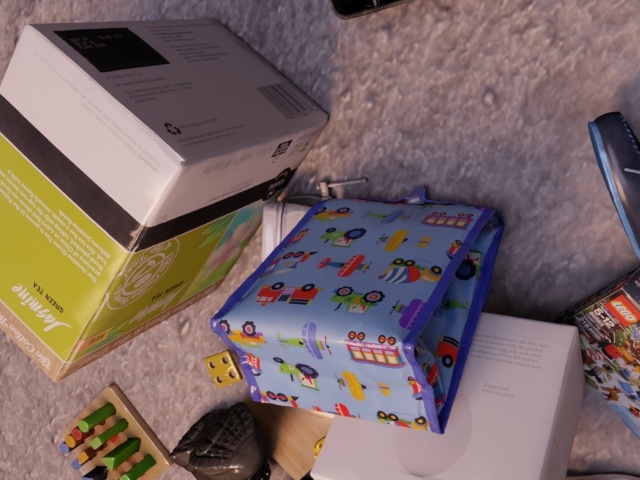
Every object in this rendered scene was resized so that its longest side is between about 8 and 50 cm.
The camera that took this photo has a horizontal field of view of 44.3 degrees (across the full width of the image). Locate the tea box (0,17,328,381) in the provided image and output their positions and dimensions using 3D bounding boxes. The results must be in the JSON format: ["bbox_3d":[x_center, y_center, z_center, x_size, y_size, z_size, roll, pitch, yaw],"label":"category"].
[{"bbox_3d":[-0.213,-0.066,0.929,0.220,0.329,0.323,42,119,10],"label":"tea box"}]

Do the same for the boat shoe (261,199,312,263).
[{"bbox_3d":[-0.038,0.064,0.995,0.076,0.083,0.226,3,105,5],"label":"boat shoe"}]

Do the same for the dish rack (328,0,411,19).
[{"bbox_3d":[0.079,-0.382,0.805,0.208,0.074,0.271,0,105,48],"label":"dish rack"}]

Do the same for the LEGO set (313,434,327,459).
[{"bbox_3d":[0.037,0.234,0.987,0.093,0.087,0.227,-9,76,-10],"label":"LEGO set"}]

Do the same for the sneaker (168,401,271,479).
[{"bbox_3d":[-0.114,0.300,1.073,0.130,0.109,0.286,45,159,-5],"label":"sneaker"}]

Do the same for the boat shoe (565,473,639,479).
[{"bbox_3d":[0.299,0.330,0.920,0.277,0.096,0.098,2,105,26],"label":"boat shoe"}]

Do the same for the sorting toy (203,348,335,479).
[{"bbox_3d":[-0.040,0.234,1.089,0.274,0.046,0.132,44,119,9],"label":"sorting toy"}]

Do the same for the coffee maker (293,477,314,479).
[{"bbox_3d":[-0.064,0.425,1.114,0.171,0.120,0.178,35,116,14],"label":"coffee maker"}]

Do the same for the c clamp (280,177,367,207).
[{"bbox_3d":[0.000,0.000,1.017,0.137,0.022,0.160,1,104,26],"label":"c clamp"}]

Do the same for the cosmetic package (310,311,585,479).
[{"bbox_3d":[0.145,0.200,0.842,0.224,0.224,0.138,7,146,28],"label":"cosmetic package"}]

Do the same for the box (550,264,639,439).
[{"bbox_3d":[0.362,0.149,0.823,0.233,0.044,0.159,47,153,8],"label":"box"}]

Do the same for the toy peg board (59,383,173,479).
[{"bbox_3d":[-0.347,0.344,1.255,0.160,0.079,0.161,-42,83,29],"label":"toy peg board"}]

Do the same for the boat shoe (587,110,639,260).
[{"bbox_3d":[0.357,-0.025,0.803,0.089,0.109,0.258,-25,109,23],"label":"boat shoe"}]

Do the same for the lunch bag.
[{"bbox_3d":[0.059,0.037,0.852,0.221,0.293,0.138,4,134,29],"label":"lunch bag"}]
